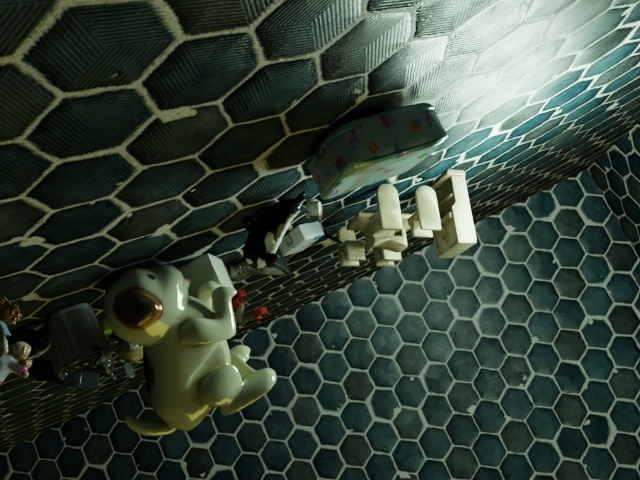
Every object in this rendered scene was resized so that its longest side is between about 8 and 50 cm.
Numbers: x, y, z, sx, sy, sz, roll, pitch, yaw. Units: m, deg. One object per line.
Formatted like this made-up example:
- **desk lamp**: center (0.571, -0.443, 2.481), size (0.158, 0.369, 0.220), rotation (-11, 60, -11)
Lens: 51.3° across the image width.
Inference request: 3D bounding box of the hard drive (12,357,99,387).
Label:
- **hard drive**: center (-0.765, 0.367, 1.873), size (0.254, 0.054, 0.172), rotation (11, 169, 4)

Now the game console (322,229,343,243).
- **game console**: center (0.000, 0.000, 2.152), size (0.107, 0.071, 0.122), rotation (-28, 168, 12)

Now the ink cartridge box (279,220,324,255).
- **ink cartridge box**: center (-0.062, -0.005, 2.040), size (0.088, 0.052, 0.122), rotation (-15, 166, -45)

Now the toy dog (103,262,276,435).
- **toy dog**: center (-0.371, 0.242, 1.663), size (0.395, 0.408, 0.284), rotation (-32, -159, -8)

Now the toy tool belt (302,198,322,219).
- **toy tool belt**: center (-0.023, -0.084, 1.804), size (0.051, 0.052, 0.083), rotation (5, 167, 6)

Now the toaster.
- **toaster**: center (-0.636, 0.258, 1.727), size (0.129, 0.147, 0.227), rotation (-19, 168, -35)

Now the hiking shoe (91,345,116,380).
- **hiking shoe**: center (-0.693, 0.361, 1.997), size (0.086, 0.114, 0.226), rotation (-24, -159, -39)

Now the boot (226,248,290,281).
- **boot**: center (-0.200, 0.086, 2.125), size (0.161, 0.084, 0.246), rotation (-22, 163, 10)

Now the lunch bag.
- **lunch bag**: center (0.112, -0.191, 1.435), size (0.279, 0.108, 0.224), rotation (-19, 172, -24)

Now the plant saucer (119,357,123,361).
- **plant saucer**: center (-0.634, 0.387, 2.592), size (0.317, 0.044, 0.317), rotation (-26, 169, -5)

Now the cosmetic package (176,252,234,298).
- **cosmetic package**: center (-0.411, 0.159, 1.868), size (0.309, 0.113, 0.160), rotation (-25, 169, 3)

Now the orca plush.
- **orca plush**: center (-0.143, -0.025, 1.659), size (0.102, 0.151, 0.287), rotation (15, 154, -22)

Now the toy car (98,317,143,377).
- **toy car**: center (-0.571, 0.313, 2.013), size (0.155, 0.189, 0.149), rotation (-19, 167, -31)

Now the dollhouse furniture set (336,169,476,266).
- **dollhouse furniture set**: center (0.283, -0.089, 2.185), size (0.393, 0.257, 0.362), rotation (1, 159, -19)

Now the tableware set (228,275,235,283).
- **tableware set**: center (-0.252, 0.112, 2.240), size (0.168, 0.020, 0.141), rotation (-29, 169, 12)

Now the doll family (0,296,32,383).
- **doll family**: center (-0.639, 0.163, 1.206), size (0.163, 0.262, 0.118), rotation (-48, 153, -44)

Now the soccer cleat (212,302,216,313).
- **soccer cleat**: center (-0.323, 0.221, 1.897), size (0.076, 0.068, 0.196), rotation (-15, 168, -36)

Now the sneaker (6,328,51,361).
- **sneaker**: center (-0.786, 0.289, 1.686), size (0.237, 0.085, 0.086), rotation (-21, 158, 5)

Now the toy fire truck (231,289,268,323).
- **toy fire truck**: center (-0.305, 0.258, 2.489), size (0.192, 0.135, 0.047), rotation (-30, 168, 18)
